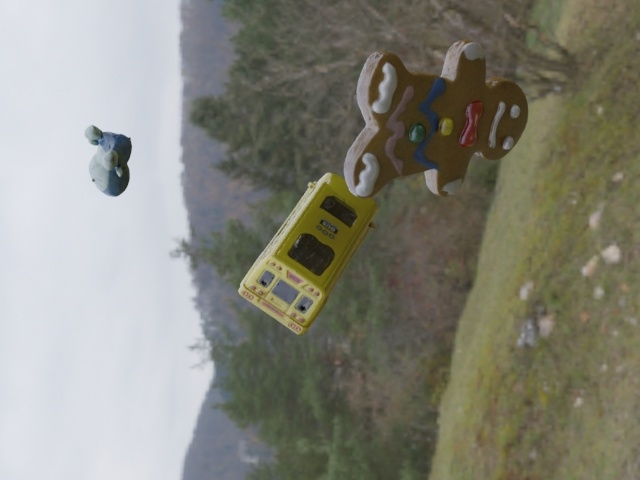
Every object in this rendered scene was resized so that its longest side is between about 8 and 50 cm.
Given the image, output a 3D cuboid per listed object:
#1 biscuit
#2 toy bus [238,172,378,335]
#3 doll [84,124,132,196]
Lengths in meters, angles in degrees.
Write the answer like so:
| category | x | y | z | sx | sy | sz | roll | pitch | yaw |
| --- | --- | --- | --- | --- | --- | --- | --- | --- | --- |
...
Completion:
| category | x | y | z | sx | sy | sz | roll | pitch | yaw |
| --- | --- | --- | --- | --- | --- | --- | --- | --- | --- |
| biscuit | 0.110 | -0.102 | 0.794 | 0.031 | 0.205 | 0.138 | 27 | 115 | 45 |
| toy bus | 0.000 | 0.000 | 1.592 | 0.151 | 0.145 | 0.331 | -56 | 1 | 43 |
| doll | -0.255 | -0.091 | 1.133 | 0.076 | 0.051 | 0.083 | 53 | 140 | 34 |
